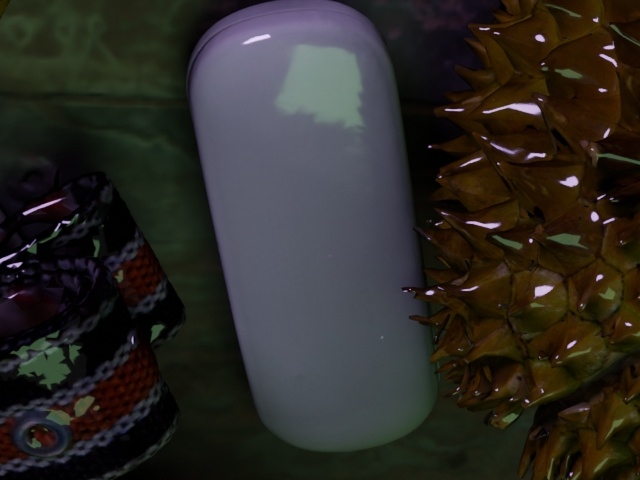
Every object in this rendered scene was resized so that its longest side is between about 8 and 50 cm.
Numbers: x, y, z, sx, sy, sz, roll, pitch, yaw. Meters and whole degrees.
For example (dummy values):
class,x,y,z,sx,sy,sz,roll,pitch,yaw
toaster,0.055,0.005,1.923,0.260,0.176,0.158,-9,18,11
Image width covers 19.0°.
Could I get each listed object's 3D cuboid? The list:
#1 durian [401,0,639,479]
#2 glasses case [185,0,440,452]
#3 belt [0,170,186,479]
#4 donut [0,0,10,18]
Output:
class,x,y,z,sx,sy,sz,roll,pitch,yaw
durian,0.232,-0.027,0.776,0.347,0.348,0.384,25,139,-31
glasses case,0.000,0.000,0.849,0.092,0.059,0.233,-10,125,3
belt,-0.227,0.093,0.795,0.359,0.126,0.094,-27,125,0
donut,-0.185,-0.177,0.656,0.259,0.101,0.152,30,103,-29
